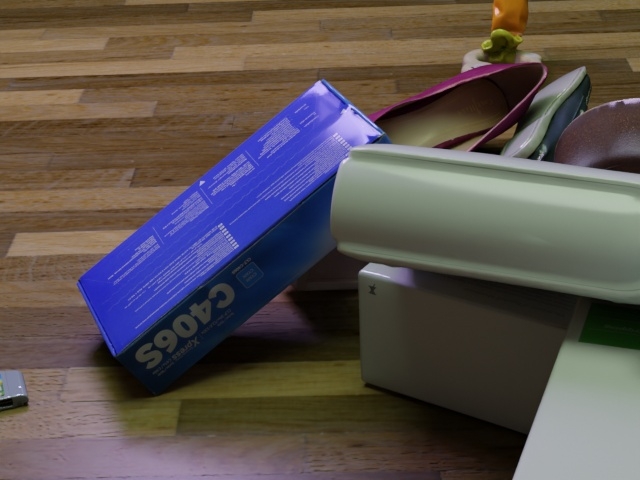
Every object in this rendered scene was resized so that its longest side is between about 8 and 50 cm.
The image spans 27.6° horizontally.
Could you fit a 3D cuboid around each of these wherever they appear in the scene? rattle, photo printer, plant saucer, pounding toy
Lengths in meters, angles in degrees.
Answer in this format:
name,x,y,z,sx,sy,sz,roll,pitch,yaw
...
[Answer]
name,x,y,z,sx,sy,sz,roll,pitch,yaw
rattle,0.271,-0.296,1.994,0.130,0.142,0.200,35,36,23
photo printer,0.192,-0.014,1.119,0.307,0.107,0.256,9,3,20
plant saucer,0.373,-0.017,1.317,0.311,0.310,0.050,15,59,30
pounding toy,0.000,0.000,1.480,0.130,0.141,0.100,0,24,-28

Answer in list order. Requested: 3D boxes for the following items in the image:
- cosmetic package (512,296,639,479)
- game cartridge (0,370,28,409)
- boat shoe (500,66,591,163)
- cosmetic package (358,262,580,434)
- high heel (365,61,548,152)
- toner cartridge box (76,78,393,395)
name,x,y,z,sx,sy,sz,roll,pitch,yaw
cosmetic package,0.251,0.189,0.961,0.197,0.155,0.365,9,22,15
game cartridge,-0.340,0.155,1.315,0.083,0.017,0.056,-11,25,-16
boat shoe,0.319,-0.151,1.749,0.095,0.079,0.254,-34,13,38
cosmetic package,0.189,0.066,1.307,0.224,0.138,0.225,15,31,30
high heel,0.141,-0.147,1.655,0.181,0.127,0.377,-34,1,41
toner cartridge box,-0.082,-0.009,1.359,0.348,0.075,0.165,-39,37,-1
